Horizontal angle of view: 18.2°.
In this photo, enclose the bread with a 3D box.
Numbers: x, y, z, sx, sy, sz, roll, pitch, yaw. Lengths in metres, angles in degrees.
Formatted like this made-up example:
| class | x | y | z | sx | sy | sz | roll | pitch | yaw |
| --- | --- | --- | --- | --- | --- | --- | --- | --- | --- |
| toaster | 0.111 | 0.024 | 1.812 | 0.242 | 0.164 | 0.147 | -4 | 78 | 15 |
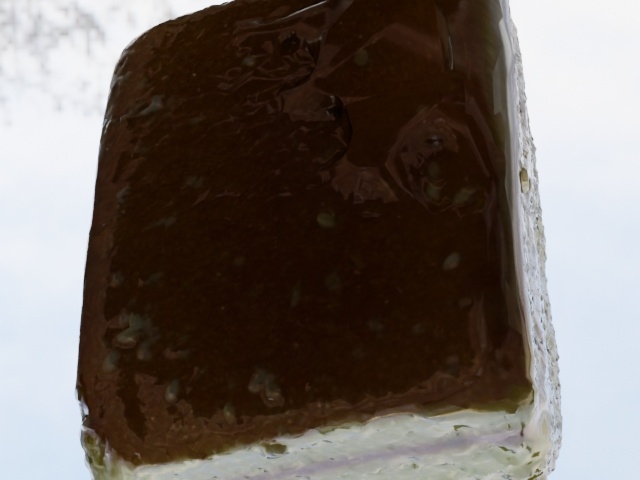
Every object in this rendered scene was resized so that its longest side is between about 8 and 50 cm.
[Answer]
| class | x | y | z | sx | sy | sz | roll | pitch | yaw |
| --- | --- | --- | --- | --- | --- | --- | --- | --- | --- |
| bread | 0.000 | 0.000 | 0.805 | 0.184 | 0.110 | 0.234 | -12 | -129 | 13 |
